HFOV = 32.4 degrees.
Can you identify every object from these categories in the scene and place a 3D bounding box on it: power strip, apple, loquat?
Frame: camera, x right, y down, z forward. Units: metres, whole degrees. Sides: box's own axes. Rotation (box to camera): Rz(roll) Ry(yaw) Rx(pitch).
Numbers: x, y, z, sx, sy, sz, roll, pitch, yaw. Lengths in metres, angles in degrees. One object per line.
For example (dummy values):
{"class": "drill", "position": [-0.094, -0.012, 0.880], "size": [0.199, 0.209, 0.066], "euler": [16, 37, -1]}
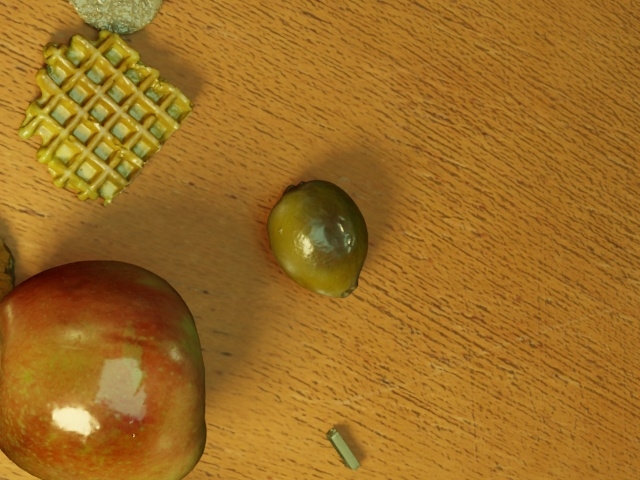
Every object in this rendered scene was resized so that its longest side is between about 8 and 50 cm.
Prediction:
{"class": "power strip", "position": [0.037, 0.336, 1.760], "size": [0.017, 0.027, 0.083], "euler": [-36, 103, -17]}
{"class": "apple", "position": [-0.302, 0.184, 1.461], "size": [0.277, 0.319, 0.319], "euler": [-4, 91, -18]}
{"class": "loquat", "position": [0.000, 0.000, 1.688], "size": [0.152, 0.152, 0.195], "euler": [-29, 92, -22]}

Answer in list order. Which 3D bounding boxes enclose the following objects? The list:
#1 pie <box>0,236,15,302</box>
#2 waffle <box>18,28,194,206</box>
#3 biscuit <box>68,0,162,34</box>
{"class": "pie", "position": [-0.498, 0.047, 1.492], "size": [0.195, 0.046, 0.195], "euler": [12, 73, -43]}
{"class": "waffle", "position": [-0.332, -0.186, 1.590], "size": [0.219, 0.057, 0.229], "euler": [44, 74, -17]}
{"class": "biscuit", "position": [-0.301, -0.376, 1.625], "size": [0.152, 0.020, 0.152], "euler": [0, 91, -23]}
